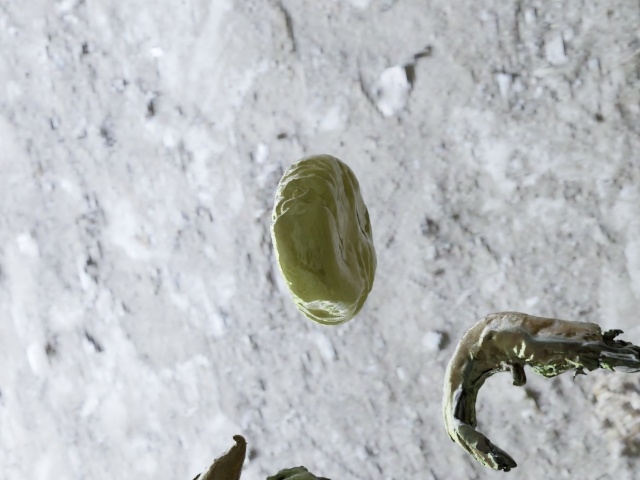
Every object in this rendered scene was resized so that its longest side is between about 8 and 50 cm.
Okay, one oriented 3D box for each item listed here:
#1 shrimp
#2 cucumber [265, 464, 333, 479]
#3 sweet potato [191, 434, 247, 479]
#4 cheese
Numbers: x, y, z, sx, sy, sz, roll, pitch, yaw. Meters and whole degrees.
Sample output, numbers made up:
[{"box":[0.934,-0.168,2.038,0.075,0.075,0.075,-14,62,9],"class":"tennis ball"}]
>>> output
[{"box":[0.189,0.133,1.106,0.219,0.046,0.152,-5,58,47],"class":"shrimp"},{"box":[-0.018,0.271,0.829,0.067,0.067,0.245,27,126,40],"class":"cucumber"},{"box":[-0.110,0.247,1.048,0.068,0.060,0.205,44,118,31],"class":"sweet potato"},{"box":[0.000,0.000,1.704,0.117,0.214,0.226,-12,122,17],"class":"cheese"}]
